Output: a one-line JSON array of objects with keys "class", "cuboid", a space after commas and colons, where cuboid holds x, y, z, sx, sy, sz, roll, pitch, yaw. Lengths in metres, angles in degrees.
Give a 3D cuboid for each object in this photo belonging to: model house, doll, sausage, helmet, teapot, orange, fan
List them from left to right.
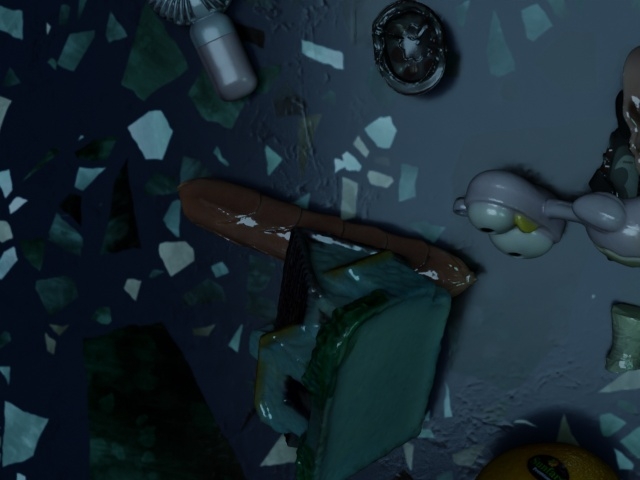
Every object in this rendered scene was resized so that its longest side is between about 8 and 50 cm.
[{"class": "fan", "cuboid": [-0.159, -0.306, 1.501, 0.130, 0.074, 0.244, -23, 94, 5]}, {"class": "model house", "cuboid": [-0.006, 0.126, 1.396, 0.248, 0.230, 0.280, 31, 126, 33]}, {"class": "sausage", "cuboid": [0.001, 0.001, 1.477, 0.433, 0.088, 0.088, 17, 99, 14]}, {"class": "helmet", "cuboid": [0.121, -0.251, 1.425, 0.098, 0.070, 0.123, -11, 100, 22]}, {"class": "orange", "cuboid": [0.286, 0.348, 1.375, 0.206, 0.206, 0.206, 1, 96, 15]}, {"class": "doll", "cuboid": [0.298, -0.023, 1.301, 0.365, 0.160, 0.094, 9, 80, 49]}, {"class": "teapot", "cuboid": [0.395, 0.128, 1.398, 0.067, 0.057, 0.083, 7, 104, -14]}]

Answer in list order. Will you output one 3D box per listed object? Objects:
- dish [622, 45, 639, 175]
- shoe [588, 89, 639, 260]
[{"class": "dish", "cuboid": [0.441, -0.139, 1.274, 0.090, 0.213, 0.213, -10, 93, 46]}, {"class": "shoe", "cuboid": [0.385, -0.071, 1.361, 0.112, 0.099, 0.227, -19, 88, 27]}]
